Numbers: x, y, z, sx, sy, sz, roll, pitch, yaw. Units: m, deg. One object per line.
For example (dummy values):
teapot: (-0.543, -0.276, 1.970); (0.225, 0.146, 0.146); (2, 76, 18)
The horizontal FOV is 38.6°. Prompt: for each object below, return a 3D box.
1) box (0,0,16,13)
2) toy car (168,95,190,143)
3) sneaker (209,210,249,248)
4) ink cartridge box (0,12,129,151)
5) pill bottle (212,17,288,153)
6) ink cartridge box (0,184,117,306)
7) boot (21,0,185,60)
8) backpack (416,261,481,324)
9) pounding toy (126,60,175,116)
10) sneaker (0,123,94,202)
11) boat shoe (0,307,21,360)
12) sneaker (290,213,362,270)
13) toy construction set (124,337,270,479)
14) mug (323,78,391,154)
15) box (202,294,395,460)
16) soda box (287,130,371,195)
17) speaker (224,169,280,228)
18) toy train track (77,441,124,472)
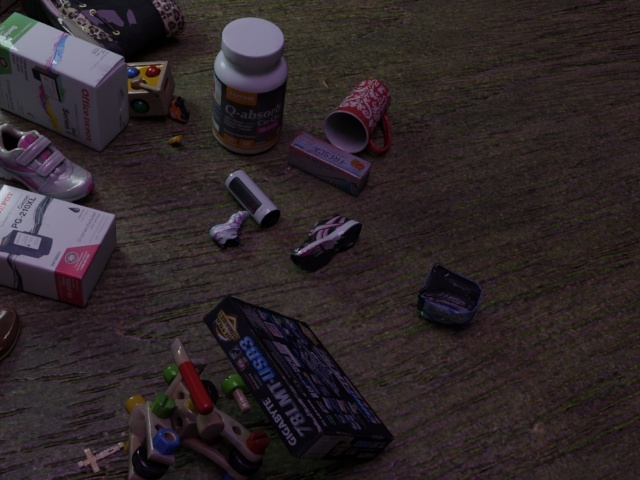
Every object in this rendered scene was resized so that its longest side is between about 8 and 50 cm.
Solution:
box: (-0.810, -0.688, 2.288); (0.149, 0.127, 0.232); (24, 51, 10)
toy car: (-0.334, -0.274, 2.075); (0.041, 0.060, 0.122); (-13, 39, 21)
sneaker: (-0.174, -0.015, 1.901); (0.098, 0.038, 0.069); (-35, 65, -20)
ink cartridge box: (-0.570, -0.344, 1.996); (0.278, 0.201, 0.117); (24, 52, 10)
pill bottle: (-0.156, -0.337, 2.008); (0.162, 0.278, 0.162); (4, 51, -5)
ink cartridge box: (-0.540, 0.009, 1.777); (0.237, 0.100, 0.172); (15, 50, 3)
boot: (-0.540, -0.573, 2.230); (0.284, 0.138, 0.377); (-33, 66, -29)
backpack: (0.260, 0.117, 1.829); (0.114, 0.084, 0.105); (20, 51, 14)
pounding toy: (-0.397, -0.345, 2.072); (0.130, 0.100, 0.141); (-1, 49, 9)
sneaker: (-0.590, -0.162, 1.902); (0.252, 0.111, 0.103); (21, 51, 8)
boat shoe: (-0.600, 0.188, 1.647); (0.064, 0.060, 0.178); (20, 51, 7)
sneaker: (0.000, 0.000, 1.905); (0.178, 0.072, 0.077); (-27, 48, -36)
toy construction set: (-0.232, 0.271, 1.502); (0.257, 0.309, 0.237); (-12, 48, -28)
mug: (0.099, -0.282, 2.138); (0.113, 0.150, 0.169); (-6, 35, 35)
box: (-0.033, 0.242, 1.567); (0.073, 0.293, 0.295); (-43, 63, 9)
soda box: (0.019, -0.172, 2.041); (0.183, 0.063, 0.058); (27, 52, 14)
speaker: (-0.144, -0.088, 1.952); (0.055, 0.055, 0.136); (-27, 60, -27)
toy train track: (-0.376, 0.367, 1.567); (0.083, 0.014, 0.048); (-22, 58, -25)
